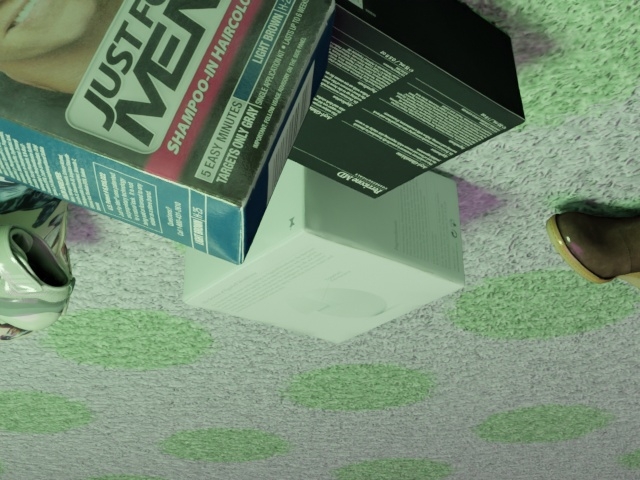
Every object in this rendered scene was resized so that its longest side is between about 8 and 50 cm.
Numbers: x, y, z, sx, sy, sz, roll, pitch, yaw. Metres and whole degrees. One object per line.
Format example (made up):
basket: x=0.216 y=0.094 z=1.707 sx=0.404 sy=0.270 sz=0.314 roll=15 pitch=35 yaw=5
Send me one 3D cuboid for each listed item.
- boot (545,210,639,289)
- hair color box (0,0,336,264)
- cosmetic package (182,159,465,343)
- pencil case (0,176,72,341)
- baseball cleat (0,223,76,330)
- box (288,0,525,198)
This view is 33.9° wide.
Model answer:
boot: x=0.409 y=-0.025 z=1.228 sx=0.248 sy=0.090 sz=0.207 roll=20 pitch=135 yaw=-33
hair color box: x=-0.182 y=-0.132 z=0.720 sx=0.347 sy=0.174 sz=0.105 roll=20 pitch=158 yaw=4
cosmetic package: x=0.000 y=0.000 z=1.164 sx=0.224 sy=0.138 sz=0.224 roll=17 pitch=148 yaw=-35
pencil case: x=-0.321 y=-0.036 z=1.052 sx=0.183 sy=0.160 sz=0.410 roll=23 pitch=150 yaw=-3
baseball cleat: x=-0.316 y=0.010 z=0.918 sx=0.205 sy=0.072 sz=0.109 roll=20 pitch=134 yaw=-20
box: x=0.021 y=-0.150 z=0.903 sx=0.261 sy=0.103 sz=0.184 roll=23 pitch=141 yaw=-40
